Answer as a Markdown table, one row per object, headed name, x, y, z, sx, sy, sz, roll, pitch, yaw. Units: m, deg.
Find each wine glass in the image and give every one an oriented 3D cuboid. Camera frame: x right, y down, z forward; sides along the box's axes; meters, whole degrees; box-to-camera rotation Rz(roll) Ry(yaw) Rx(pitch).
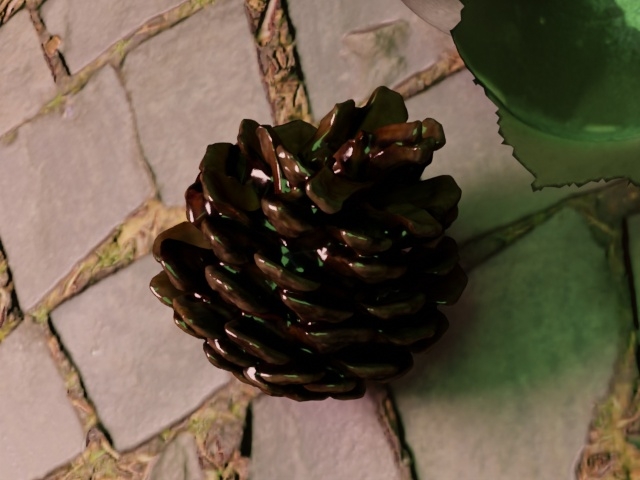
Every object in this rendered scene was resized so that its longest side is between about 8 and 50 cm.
| name | x | y | z | sx | sy | sz | roll | pitch | yaw |
| --- | --- | --- | --- | --- | --- | --- | --- | --- | --- |
| wine glass | 0.138 | -0.205 | 0.865 | 0.238 | 0.238 | 0.323 | -30 | 28 | 12 |

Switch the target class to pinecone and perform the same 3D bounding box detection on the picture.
| name | x | y | z | sx | sy | sz | roll | pitch | yaw |
| --- | --- | --- | --- | --- | --- | --- | --- | --- | --- |
| pinecone | -0.005 | 0.003 | 0.879 | 0.184 | 0.205 | 0.179 | -22 | 62 | -19 |
